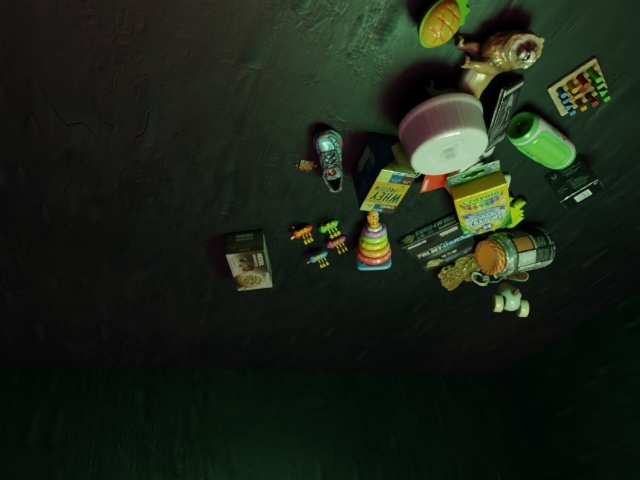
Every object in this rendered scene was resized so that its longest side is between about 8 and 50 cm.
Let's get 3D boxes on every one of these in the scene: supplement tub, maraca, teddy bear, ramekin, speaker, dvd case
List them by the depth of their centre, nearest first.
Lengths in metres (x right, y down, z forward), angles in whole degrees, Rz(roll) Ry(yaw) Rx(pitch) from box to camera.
[{"bbox_3d":[0.347,-0.619,1.213,0.185,0.099,0.127,-37,148,-7],"label":"maraca"},{"bbox_3d":[0.399,-0.329,1.400,0.277,0.135,0.277,-7,157,-3],"label":"ramekin"},{"bbox_3d":[0.617,-0.422,1.467,0.164,0.018,0.221,-35,143,-37],"label":"dvd case"},{"bbox_3d":[0.823,-0.367,1.612,0.296,0.131,0.131,19,134,-32],"label":"speaker"},{"bbox_3d":[0.916,0.053,2.053,0.337,0.207,0.207,-9,144,-22],"label":"supplement tub"},{"bbox_3d":[0.771,0.121,2.260,0.245,0.113,0.338,16,129,-40],"label":"teddy bear"}]

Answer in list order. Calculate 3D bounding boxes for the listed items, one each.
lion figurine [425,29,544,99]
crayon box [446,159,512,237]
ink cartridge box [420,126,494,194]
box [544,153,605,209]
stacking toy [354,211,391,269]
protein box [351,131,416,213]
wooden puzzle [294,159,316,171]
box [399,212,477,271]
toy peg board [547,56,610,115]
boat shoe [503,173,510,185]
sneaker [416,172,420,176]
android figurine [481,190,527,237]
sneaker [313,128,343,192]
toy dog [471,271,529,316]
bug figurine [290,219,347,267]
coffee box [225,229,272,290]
[{"bbox_3d":[0.488,-0.507,1.378,0.240,0.142,0.392,-1,156,-24],"label":"lion figurine"},{"bbox_3d":[0.640,-0.153,1.733,0.203,0.083,0.323,-18,139,16],"label":"crayon box"},{"bbox_3d":[0.526,-0.288,1.659,0.238,0.060,0.275,-17,145,-16],"label":"ink cartridge box"},{"bbox_3d":[1.049,-0.240,1.795,0.093,0.158,0.156,26,131,-36],"label":"box"},{"bbox_3d":[0.235,-0.025,1.925,0.165,0.175,0.302,-4,129,1],"label":"stacking toy"},{"bbox_3d":[0.222,-0.242,1.576,0.135,0.200,0.201,5,140,-18],"label":"protein box"},{"bbox_3d":[-0.055,-0.281,1.624,0.083,0.006,0.049,4,140,-17],"label":"wooden puzzle"},{"bbox_3d":[0.576,0.018,2.091,0.295,0.073,0.293,-27,141,23],"label":"box"},{"bbox_3d":[0.896,-0.506,1.488,0.160,0.079,0.161,-34,136,28],"label":"toy peg board"},{"bbox_3d":[0.765,-0.198,1.846,0.063,0.066,0.184,-9,117,-14],"label":"boat shoe"},{"bbox_3d":[0.366,-0.298,1.624,0.090,0.095,0.235,15,133,-25],"label":"sneaker"},{"bbox_3d":[0.811,-0.110,1.998,0.248,0.056,0.273,12,136,-26],"label":"android figurine"},{"bbox_3d":[0.044,-0.278,1.552,0.104,0.125,0.262,-14,142,4],"label":"sneaker"},{"bbox_3d":[0.899,0.208,2.091,0.220,0.334,0.161,-7,133,-11],"label":"toy dog"},{"bbox_3d":[0.000,0.000,1.942,0.216,0.072,0.279,-23,136,7],"label":"bug figurine"},{"bbox_3d":[-0.317,0.094,1.953,0.168,0.119,0.297,-6,142,-3],"label":"coffee box"}]
